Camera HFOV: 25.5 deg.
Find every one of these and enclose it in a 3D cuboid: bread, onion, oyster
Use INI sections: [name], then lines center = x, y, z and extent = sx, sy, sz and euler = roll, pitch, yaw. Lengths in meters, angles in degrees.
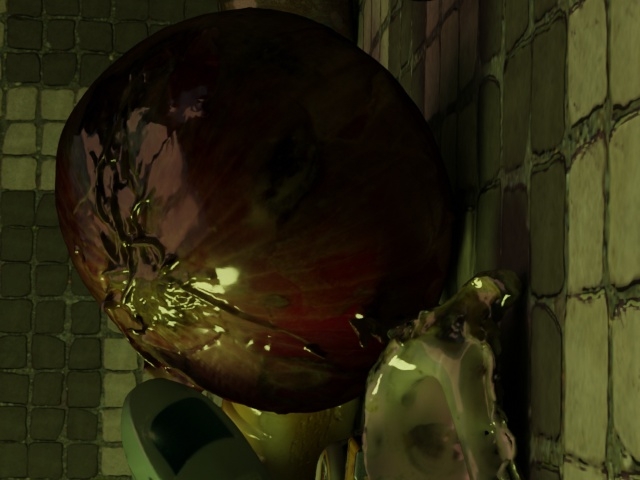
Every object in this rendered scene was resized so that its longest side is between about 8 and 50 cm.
[bread]
center = -0.042, 0.222, 1.720
extent = 0.121, 0.173, 0.311
euler = 47, 144, 38
[onion]
center = -0.046, -0.018, 1.123
extent = 0.353, 0.354, 0.353
euler = -178, 90, -85
[oyster]
center = 0.093, 0.106, 0.902
extent = 0.163, 0.081, 0.191
euler = 56, 136, 39

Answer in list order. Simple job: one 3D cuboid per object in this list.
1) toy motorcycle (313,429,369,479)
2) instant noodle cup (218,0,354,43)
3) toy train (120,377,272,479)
[toy motorcycle]
center = 0.037, 0.304, 1.305
extent = 0.157, 0.091, 0.263
euler = -146, 59, -79
[instant noodle cup]
center = -0.048, -0.338, 1.892
extent = 0.217, 0.218, 0.207
euler = 119, 146, -79
[toy train]
center = -0.035, 0.288, 1.085
extent = 0.088, 0.086, 0.407
euler = -16, 102, 57
